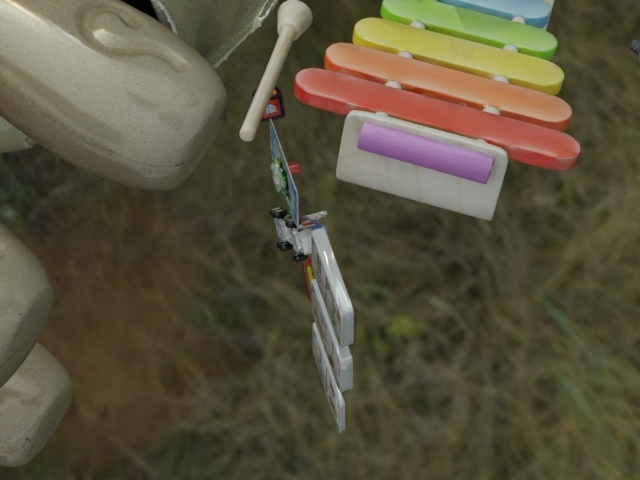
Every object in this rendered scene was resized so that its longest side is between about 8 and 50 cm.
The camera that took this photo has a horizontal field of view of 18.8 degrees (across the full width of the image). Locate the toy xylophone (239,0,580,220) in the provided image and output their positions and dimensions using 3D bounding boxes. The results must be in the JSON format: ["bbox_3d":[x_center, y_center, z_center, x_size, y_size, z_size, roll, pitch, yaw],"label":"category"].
[{"bbox_3d":[0.069,-0.123,1.442,0.236,0.323,0.081,11,124,-2],"label":"toy xylophone"}]

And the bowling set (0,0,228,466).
[{"bbox_3d":[-0.164,0.037,0.543,0.154,0.287,0.200,30,123,6],"label":"bowling set"}]

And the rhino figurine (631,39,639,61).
[{"bbox_3d":[0.129,-0.041,0.363,0.073,0.106,0.243,-7,161,-24],"label":"rhino figurine"}]

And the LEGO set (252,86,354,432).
[{"bbox_3d":[0.000,0.000,1.491,0.060,0.244,0.182,-14,147,-9],"label":"LEGO set"}]

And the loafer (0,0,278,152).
[{"bbox_3d":[-0.098,-0.114,1.043,0.268,0.092,0.102,-38,122,-36],"label":"loafer"}]
